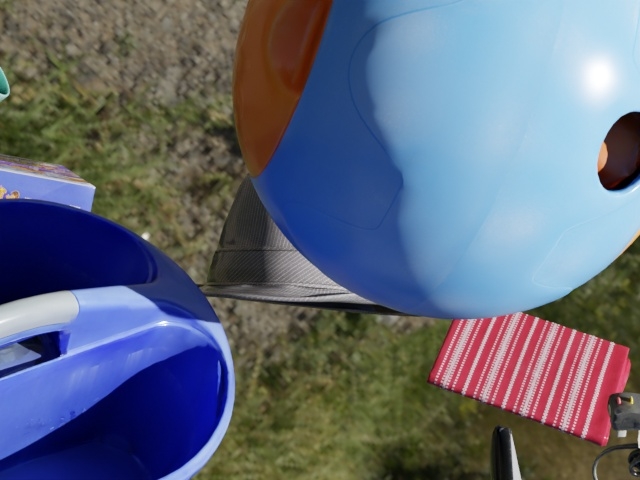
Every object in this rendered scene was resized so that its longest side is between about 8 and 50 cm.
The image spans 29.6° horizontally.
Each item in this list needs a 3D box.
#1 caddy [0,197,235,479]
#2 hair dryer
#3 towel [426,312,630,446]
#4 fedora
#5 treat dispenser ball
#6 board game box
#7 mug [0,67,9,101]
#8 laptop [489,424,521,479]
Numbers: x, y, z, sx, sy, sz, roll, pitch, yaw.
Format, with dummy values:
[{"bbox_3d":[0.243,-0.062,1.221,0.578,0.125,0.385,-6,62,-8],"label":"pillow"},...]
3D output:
[{"bbox_3d":[-0.214,0.098,0.753,0.341,0.241,0.179,-19,150,-44],"label":"caddy"},{"bbox_3d":[0.446,0.185,1.361,0.293,0.080,0.224,-13,148,2],"label":"hair dryer"},{"bbox_3d":[0.315,0.191,1.803,0.199,0.274,0.031,-59,163,-45],"label":"towel"},{"bbox_3d":[0.000,0.000,1.105,0.275,0.243,0.124,9,83,-43],"label":"fedora"},{"bbox_3d":[0.088,-0.094,0.767,0.288,0.288,0.288,-27,139,-26],"label":"treat dispenser ball"},{"bbox_3d":[-0.529,-0.089,1.766,0.347,0.233,0.078,10,97,-26],"label":"board game box"},{"bbox_3d":[-0.523,-0.239,1.724,0.097,0.158,0.129,-34,132,7],"label":"mug"},{"bbox_3d":[0.249,0.372,0.739,0.236,0.408,0.382,-6,143,11],"label":"laptop"}]
